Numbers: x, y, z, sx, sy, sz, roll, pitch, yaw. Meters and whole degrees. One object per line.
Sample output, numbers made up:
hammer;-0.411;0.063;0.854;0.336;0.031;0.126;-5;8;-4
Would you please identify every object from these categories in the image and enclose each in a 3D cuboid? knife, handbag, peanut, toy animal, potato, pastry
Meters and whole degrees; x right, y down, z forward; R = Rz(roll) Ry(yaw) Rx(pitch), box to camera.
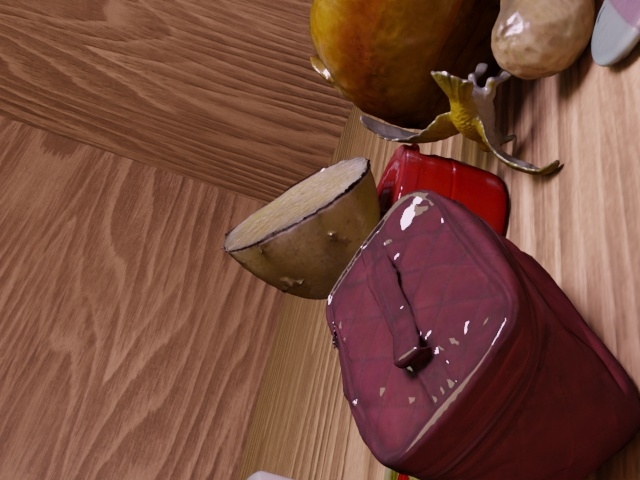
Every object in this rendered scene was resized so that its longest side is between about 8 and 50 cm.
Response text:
knife;0.291;-0.331;0.668;0.132;0.038;0.398;124;164;-61
handbag;0.095;0.069;0.504;0.146;0.135;0.225;-50;25;18
peanut;0.229;-0.259;0.722;0.086;0.104;0.228;-7;58;53
toy animal;0.174;-0.133;0.764;0.155;0.219;0.095;-18;-59;-43
potato;0.000;0.000;0.798;0.182;0.117;0.202;-31;13;7
pastry;0.132;-0.286;0.851;0.356;0.164;0.356;-39;-30;-28

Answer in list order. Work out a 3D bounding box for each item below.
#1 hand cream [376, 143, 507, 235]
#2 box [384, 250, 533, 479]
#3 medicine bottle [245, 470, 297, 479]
hand cream;0.120;-0.005;0.840;0.193;0.125;0.193;-161;90;-83
box;0.120;0.151;0.665;0.175;0.062;0.260;116;171;-54
medicine bottle;-0.114;0.579;1.254;0.179;0.124;0.324;112;175;-45
